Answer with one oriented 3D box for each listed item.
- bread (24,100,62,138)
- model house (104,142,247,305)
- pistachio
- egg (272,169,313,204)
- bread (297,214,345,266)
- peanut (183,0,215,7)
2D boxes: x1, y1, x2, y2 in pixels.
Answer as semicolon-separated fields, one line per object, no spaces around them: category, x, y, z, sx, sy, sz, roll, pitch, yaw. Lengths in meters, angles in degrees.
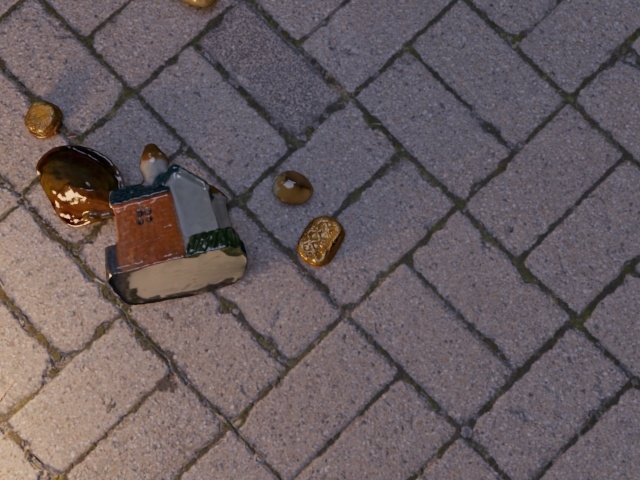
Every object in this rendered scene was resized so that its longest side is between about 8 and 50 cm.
bread;-0.596;-0.262;1.797;0.081;0.046;0.083;-16;84;5
model house;-0.309;-0.049;1.710;0.272;0.190;0.300;-14;71;-3
pistachio;-0.505;-0.115;1.735;0.210;0.130;0.165;30;88;13
egg;-0.057;-0.109;1.753;0.083;0.071;0.071;23;83;-8
bread;0.000;0.000;1.749;0.083;0.044;0.110;31;87;6
peanut;-0.311;-0.582;1.811;0.214;0.090;0.098;28;77;4
